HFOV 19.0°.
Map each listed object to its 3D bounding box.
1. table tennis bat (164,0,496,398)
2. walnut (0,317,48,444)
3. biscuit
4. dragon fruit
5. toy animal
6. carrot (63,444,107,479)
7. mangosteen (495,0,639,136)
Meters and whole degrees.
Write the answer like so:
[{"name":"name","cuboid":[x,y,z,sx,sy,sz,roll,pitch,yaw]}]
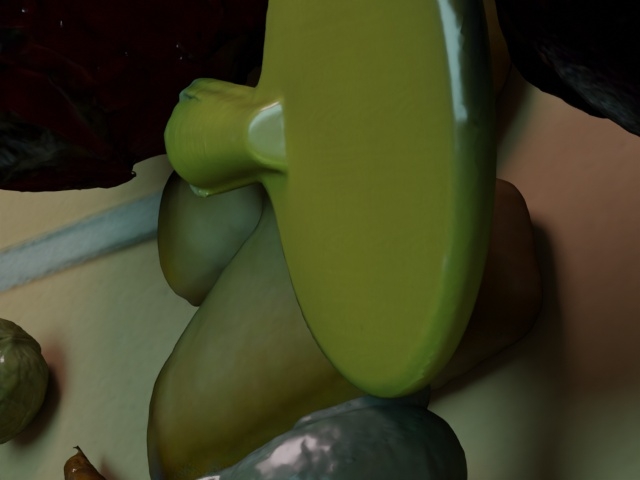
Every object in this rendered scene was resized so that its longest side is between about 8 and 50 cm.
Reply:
[{"name":"table tennis bat","cuboid":[-0.001,-0.047,0.861,0.368,0.054,0.224,-178,84,-70]},{"name":"walnut","cuboid":[-0.224,0.094,1.278,0.092,0.092,0.092,-32,48,44]},{"name":"biscuit","cuboid":[0.000,0.000,1.012,0.290,0.062,0.237,-32,47,42]},{"name":"dragon fruit","cuboid":[-0.157,-0.182,1.103,0.329,0.329,0.329,-32,48,44]},{"name":"toy animal","cuboid":[0.042,0.194,0.798,0.127,0.125,0.251,-29,62,11]},{"name":"carrot","cuboid":[-0.115,0.181,1.098,0.057,0.057,0.224,-63,30,10]},{"name":"mangosteen","cuboid":[0.162,-0.151,0.689,0.287,0.233,0.288,-34,46,43]}]
